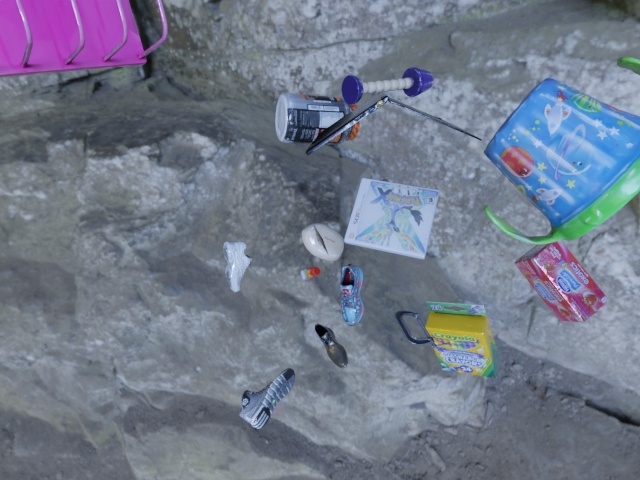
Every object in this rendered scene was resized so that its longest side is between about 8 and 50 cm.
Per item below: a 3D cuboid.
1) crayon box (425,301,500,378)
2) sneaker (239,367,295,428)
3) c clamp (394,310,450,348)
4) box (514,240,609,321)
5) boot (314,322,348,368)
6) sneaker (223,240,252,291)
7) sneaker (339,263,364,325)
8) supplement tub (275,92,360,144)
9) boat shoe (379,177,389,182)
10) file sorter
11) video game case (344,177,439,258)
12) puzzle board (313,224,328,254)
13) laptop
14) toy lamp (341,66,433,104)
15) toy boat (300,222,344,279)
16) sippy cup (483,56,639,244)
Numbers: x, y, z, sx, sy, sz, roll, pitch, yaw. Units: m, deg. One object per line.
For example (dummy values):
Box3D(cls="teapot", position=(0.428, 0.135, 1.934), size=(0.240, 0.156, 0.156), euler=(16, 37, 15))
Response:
Box3D(cls="crayon box", position=(0.504, 0.358, 1.513), size=(0.202, 0.323, 0.083), euler=(-2, 42, 35))
Box3D(cls="sneaker", position=(-0.196, 0.516, 1.451), size=(0.132, 0.086, 0.229), euler=(7, 39, 37))
Box3D(cls="c clamp", position=(0.313, 0.282, 1.346), size=(0.137, 0.022, 0.161), euler=(-5, 42, -26))
Box3D(cls="box", position=(0.795, 0.135, 1.409), size=(0.122, 0.128, 0.257), euler=(-36, 85, -8))
Box3D(cls="boot", position=(0.039, 0.452, 1.829), size=(0.082, 0.106, 0.219), euler=(-41, 44, 4))
Box3D(cls="sneaker", position=(-0.341, 0.110, 1.793), size=(0.115, 0.233, 0.090), euler=(-10, 26, -27))
Box3D(cls="sneaker", position=(0.114, 0.226, 1.785), size=(0.103, 0.125, 0.262), euler=(-8, 69, 25))
Box3D(cls="supplement tub", position=(-0.013, -0.523, 1.841), size=(0.337, 0.207, 0.207), euler=(-3, 36, -21))
Box3D(cls="boat shoe", position=(0.273, -0.121, 1.952), size=(0.130, 0.356, 0.132), euler=(-17, 38, -3))
Box3D(cls="file sorter", position=(-0.430, -0.398, 0.682), size=(0.290, 0.202, 0.182), euler=(-24, 19, -36))
Box3D(cls="video game case", position=(0.291, -0.097, 1.729), size=(0.328, 0.036, 0.300), euler=(12, 71, 16))
Box3D(cls="puzzle board", position=(0.000, 0.000, 1.935), size=(0.011, 0.096, 0.128), euler=(-27, 39, 6))
Box3D(cls="laptop", position=(0.203, -0.315, 1.286), size=(0.407, 0.236, 0.382), euler=(-31, 14, 16))
Box3D(cls="toy lamp", position=(0.187, -0.411, 1.115), size=(0.274, 0.080, 0.080), euler=(-19, 39, -31))
Box3D(cls="toy boat", position=(-0.018, 0.064, 2.318), size=(0.148, 0.267, 0.319), euler=(-20, 44, 56))
Box3D(cls="sippy cup", position=(0.433, -0.158, 0.756), size=(0.224, 0.240, 0.305), euler=(42, 79, 11))
